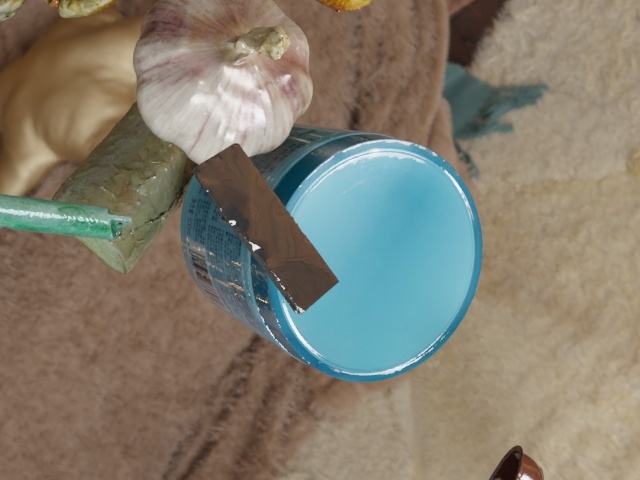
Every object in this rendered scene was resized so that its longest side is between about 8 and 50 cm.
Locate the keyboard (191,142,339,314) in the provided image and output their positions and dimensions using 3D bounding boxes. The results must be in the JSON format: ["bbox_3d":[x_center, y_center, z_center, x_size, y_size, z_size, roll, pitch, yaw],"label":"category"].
[{"bbox_3d":[-0.060,-0.014,1.201,0.074,0.196,0.015,-38,3,-40],"label":"keyboard"}]

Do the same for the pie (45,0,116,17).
[{"bbox_3d":[-0.266,-0.356,1.396,0.205,0.084,0.179,-18,28,40],"label":"pie"}]

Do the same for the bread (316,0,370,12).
[{"bbox_3d":[-0.035,-0.420,1.551,0.095,0.269,0.139,-52,28,14],"label":"bread"}]

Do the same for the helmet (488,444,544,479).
[{"bbox_3d":[0.252,0.319,1.389,0.089,0.057,0.111,-77,14,-59],"label":"helmet"}]

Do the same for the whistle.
[{"bbox_3d":[-0.290,-0.026,1.148,0.039,0.186,0.039,-10,77,51],"label":"whistle"}]

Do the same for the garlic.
[{"bbox_3d":[-0.105,-0.222,1.376,0.253,0.245,0.245,-20,48,65],"label":"garlic"}]

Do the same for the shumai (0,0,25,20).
[{"bbox_3d":[-0.270,-0.205,0.765,0.153,0.209,0.161,34,52,17],"label":"shumai"}]

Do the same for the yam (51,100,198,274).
[{"bbox_3d":[-0.290,-0.088,1.690,0.168,0.168,0.304,4,44,31],"label":"yam"}]

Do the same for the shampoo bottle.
[{"bbox_3d":[0.000,0.000,1.578,0.331,0.331,0.343,-57,29,-7],"label":"shampoo bottle"}]
